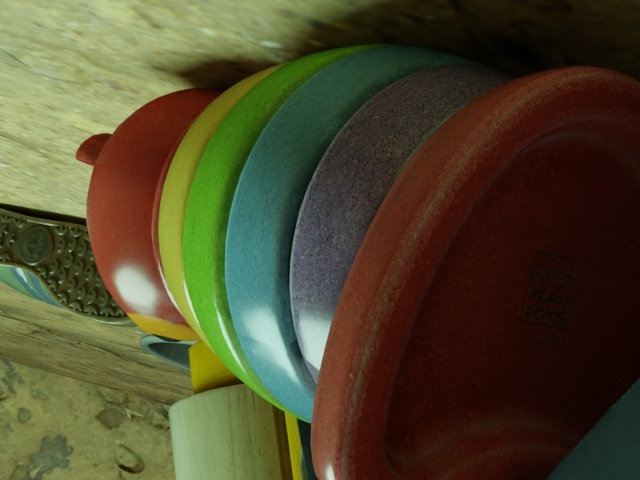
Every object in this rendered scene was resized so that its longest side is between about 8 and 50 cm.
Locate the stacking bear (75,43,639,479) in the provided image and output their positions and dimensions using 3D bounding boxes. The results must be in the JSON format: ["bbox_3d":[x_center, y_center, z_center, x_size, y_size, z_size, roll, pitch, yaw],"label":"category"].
[{"bbox_3d":[0.000,0.000,0.546,0.175,0.164,0.289,12,-178,-38],"label":"stacking bear"}]

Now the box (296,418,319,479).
[{"bbox_3d":[0.068,0.076,0.632,0.147,0.180,0.077,-21,153,20],"label":"box"}]

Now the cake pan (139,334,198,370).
[{"bbox_3d":[-0.024,0.112,1.258,0.293,0.054,0.293,14,167,3],"label":"cake pan"}]

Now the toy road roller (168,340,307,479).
[{"bbox_3d":[0.085,0.143,0.850,0.329,0.203,0.240,-20,159,36],"label":"toy road roller"}]

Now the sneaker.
[{"bbox_3d":[-0.198,0.022,1.038,0.192,0.064,0.086,19,172,20],"label":"sneaker"}]

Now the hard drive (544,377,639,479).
[{"bbox_3d":[0.147,0.099,0.422,0.172,0.054,0.255,10,131,-28],"label":"hard drive"}]
